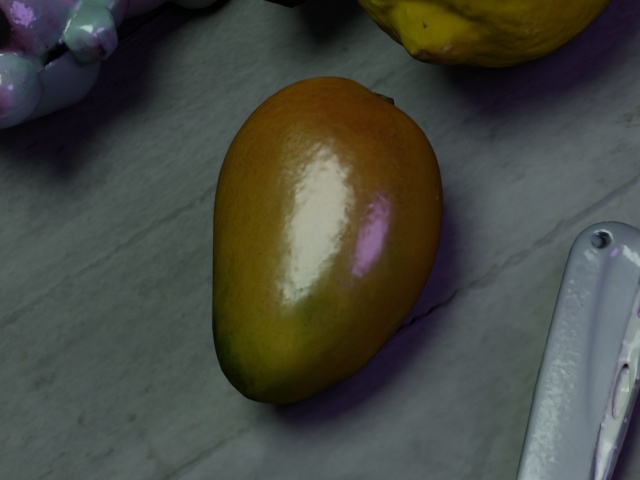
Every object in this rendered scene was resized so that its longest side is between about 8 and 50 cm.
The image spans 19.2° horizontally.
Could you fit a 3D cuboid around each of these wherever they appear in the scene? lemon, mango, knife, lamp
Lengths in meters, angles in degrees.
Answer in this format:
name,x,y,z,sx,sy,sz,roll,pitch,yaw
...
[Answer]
name,x,y,z,sx,sy,sz,roll,pitch,yaw
lemon,0.133,-0.255,1.440,0.233,0.233,0.288,12,64,39
mango,0.005,-0.005,1.377,0.175,0.139,0.254,-22,52,34
knife,0.175,0.103,1.241,0.073,0.040,0.265,5,57,25
lamp,-0.248,-0.242,1.673,0.301,0.247,0.247,-40,45,-13

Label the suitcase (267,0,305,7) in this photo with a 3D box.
name,x,y,z,sx,sy,sz,roll,pitch,yaw
suitcase,0.012,-0.351,1.580,0.206,0.066,0.285,-90,25,-64
